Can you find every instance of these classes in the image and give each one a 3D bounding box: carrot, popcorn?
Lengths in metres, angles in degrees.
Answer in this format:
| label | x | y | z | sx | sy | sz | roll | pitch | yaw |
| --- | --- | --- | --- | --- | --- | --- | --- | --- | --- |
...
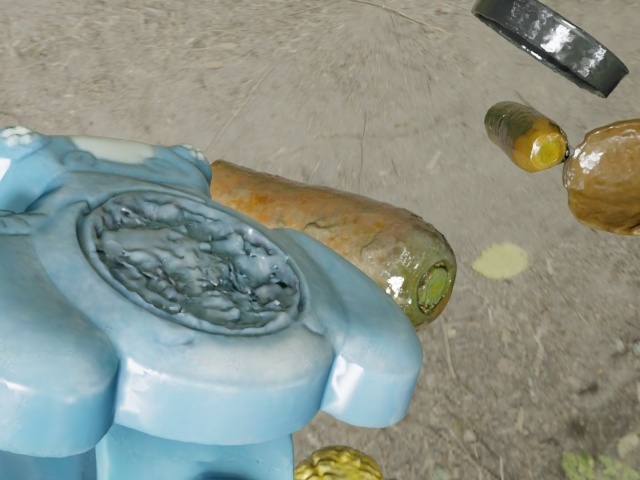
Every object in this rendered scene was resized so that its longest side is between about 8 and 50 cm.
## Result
| label | x | y | z | sx | sy | sz | roll | pitch | yaw |
| --- | --- | --- | --- | --- | --- | --- | --- | --- | --- |
| carrot | 0.000 | 0.000 | 1.138 | 0.302 | 0.139 | 0.139 | 26 | 104 | 26 |
| popcorn | 0.026 | 0.407 | 1.690 | 0.180 | 0.180 | 0.170 | 7 | 76 | 2 |
| carrot | 0.288 | -0.145 | 1.501 | 0.082 | 0.173 | 0.082 | -3 | 107 | -11 |

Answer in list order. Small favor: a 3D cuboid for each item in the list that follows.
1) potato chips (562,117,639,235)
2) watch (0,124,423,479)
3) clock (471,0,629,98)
| label | x | y | z | sx | sy | sz | roll | pitch | yaw |
| --- | --- | --- | --- | --- | --- | --- | --- | --- | --- |
| potato chips | 0.404 | -0.078 | 1.351 | 0.201 | 0.049 | 0.150 | -7 | 73 | 32 |
| watch | -0.088 | 0.077 | 0.451 | 0.211 | 0.211 | 0.193 | 25 | 115 | -2 |
| clock | 0.245 | -0.216 | 1.158 | 0.184 | 0.184 | 0.040 | 33 | 99 | -4 |
